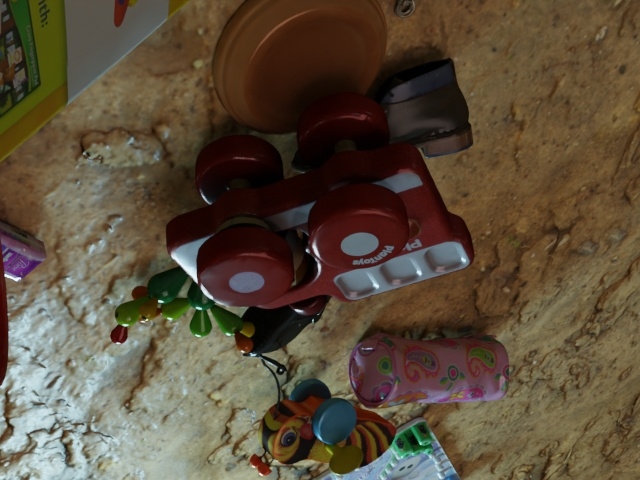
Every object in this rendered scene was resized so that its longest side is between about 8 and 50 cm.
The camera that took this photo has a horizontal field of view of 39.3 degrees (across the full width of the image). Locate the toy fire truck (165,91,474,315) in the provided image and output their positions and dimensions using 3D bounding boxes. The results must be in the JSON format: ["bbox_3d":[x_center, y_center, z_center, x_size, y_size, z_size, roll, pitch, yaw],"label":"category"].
[{"bbox_3d":[0.000,0.000,0.996,0.302,0.169,0.254,-19,140,14],"label":"toy fire truck"}]

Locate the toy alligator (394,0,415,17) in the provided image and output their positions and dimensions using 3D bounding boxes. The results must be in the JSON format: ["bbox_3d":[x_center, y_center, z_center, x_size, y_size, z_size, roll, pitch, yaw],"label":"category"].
[{"bbox_3d":[0.066,-0.277,0.897,0.056,0.051,0.189,-35,142,6],"label":"toy alligator"}]

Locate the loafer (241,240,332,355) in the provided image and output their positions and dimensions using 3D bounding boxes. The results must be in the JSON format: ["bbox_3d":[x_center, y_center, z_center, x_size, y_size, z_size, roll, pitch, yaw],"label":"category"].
[{"bbox_3d":[-0.025,0.071,1.210,0.220,0.080,0.078,-45,150,25],"label":"loafer"}]

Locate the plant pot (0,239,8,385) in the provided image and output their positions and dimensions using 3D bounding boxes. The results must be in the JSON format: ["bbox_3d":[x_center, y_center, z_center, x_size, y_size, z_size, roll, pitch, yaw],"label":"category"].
[{"bbox_3d":[-0.411,0.009,0.754,0.243,0.274,0.274,-8,137,-12],"label":"plant pot"}]

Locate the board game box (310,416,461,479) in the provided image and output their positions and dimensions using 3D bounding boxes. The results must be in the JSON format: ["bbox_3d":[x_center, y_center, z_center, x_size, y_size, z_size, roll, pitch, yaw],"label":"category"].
[{"bbox_3d":[0.093,0.543,1.816,0.390,0.050,0.390,-31,142,0],"label":"board game box"}]

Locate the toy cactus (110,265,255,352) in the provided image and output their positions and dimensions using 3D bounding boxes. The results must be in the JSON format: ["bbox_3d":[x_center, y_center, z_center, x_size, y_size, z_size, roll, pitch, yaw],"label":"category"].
[{"bbox_3d":[-0.146,0.055,1.097,0.219,0.112,0.180,-3,125,-19],"label":"toy cactus"}]

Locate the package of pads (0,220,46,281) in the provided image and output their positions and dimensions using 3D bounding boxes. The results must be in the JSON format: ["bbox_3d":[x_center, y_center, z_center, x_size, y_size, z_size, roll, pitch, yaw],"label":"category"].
[{"bbox_3d":[-0.341,0.009,0.959,0.050,0.032,0.083,-38,141,14],"label":"package of pads"}]

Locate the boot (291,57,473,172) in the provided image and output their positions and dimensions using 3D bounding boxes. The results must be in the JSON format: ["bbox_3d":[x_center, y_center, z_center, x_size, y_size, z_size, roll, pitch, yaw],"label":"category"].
[{"bbox_3d":[0.066,-0.144,1.049,0.219,0.082,0.106,-12,113,-7],"label":"boot"}]

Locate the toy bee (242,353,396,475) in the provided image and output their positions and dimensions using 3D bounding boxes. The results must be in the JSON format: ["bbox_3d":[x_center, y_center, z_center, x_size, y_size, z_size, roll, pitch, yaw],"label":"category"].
[{"bbox_3d":[-0.032,0.288,1.367,0.298,0.195,0.162,33,88,-13],"label":"toy bee"}]

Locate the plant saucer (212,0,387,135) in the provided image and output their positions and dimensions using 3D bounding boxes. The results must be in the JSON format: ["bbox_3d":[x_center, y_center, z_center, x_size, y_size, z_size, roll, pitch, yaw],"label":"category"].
[{"bbox_3d":[-0.015,-0.188,0.954,0.200,0.037,0.199,-19,140,-16],"label":"plant saucer"}]

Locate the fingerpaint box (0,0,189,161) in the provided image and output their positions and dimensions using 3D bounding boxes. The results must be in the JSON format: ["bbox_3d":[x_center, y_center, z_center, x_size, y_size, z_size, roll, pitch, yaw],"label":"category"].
[{"bbox_3d":[-0.188,-0.299,0.468,0.444,0.163,0.371,97,20,-46],"label":"fingerpaint box"}]

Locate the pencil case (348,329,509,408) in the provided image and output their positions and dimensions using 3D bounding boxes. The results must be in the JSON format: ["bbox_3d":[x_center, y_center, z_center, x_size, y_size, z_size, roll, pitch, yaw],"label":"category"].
[{"bbox_3d":[0.183,0.208,1.460,0.284,0.124,0.124,3,131,-37],"label":"pencil case"}]
